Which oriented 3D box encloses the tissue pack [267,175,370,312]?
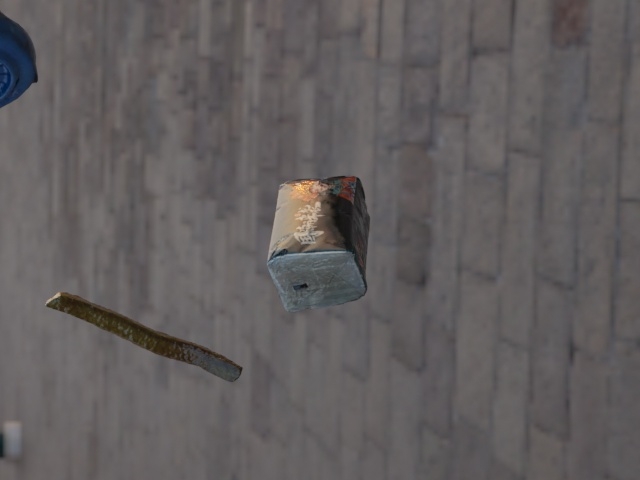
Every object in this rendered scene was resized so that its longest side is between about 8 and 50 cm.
[{"bbox_3d":[0.000,0.000,1.865,0.170,0.103,0.090,-86,-14,-56],"label":"tissue pack"}]

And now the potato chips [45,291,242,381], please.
[{"bbox_3d":[-0.174,0.094,1.616,0.026,0.204,0.037,-65,12,1],"label":"potato chips"}]

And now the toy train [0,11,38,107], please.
[{"bbox_3d":[-0.317,-0.210,1.118,0.300,0.265,0.188,124,139,-53],"label":"toy train"}]
